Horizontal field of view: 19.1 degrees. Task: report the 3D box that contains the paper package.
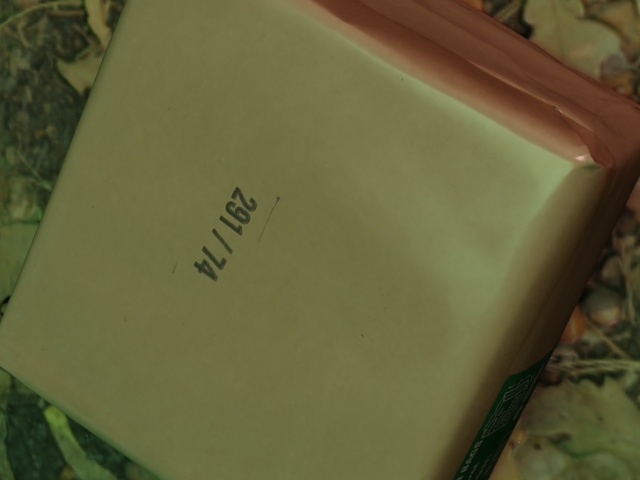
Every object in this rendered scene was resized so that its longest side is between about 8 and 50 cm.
[{"bbox_3d":[0.000,0.000,1.158,0.309,0.168,0.325,33,113,19],"label":"paper package"}]
